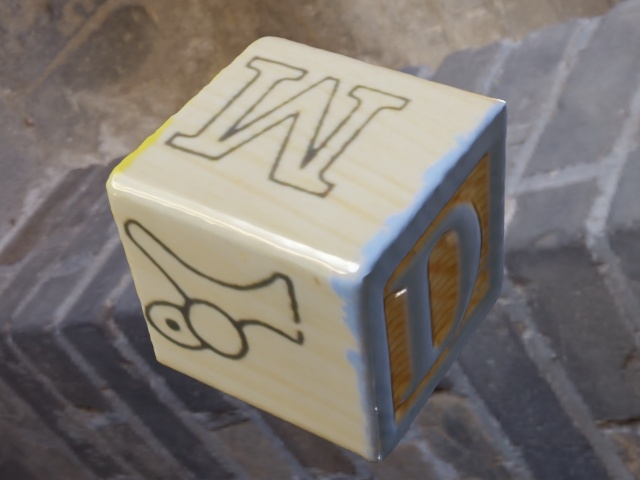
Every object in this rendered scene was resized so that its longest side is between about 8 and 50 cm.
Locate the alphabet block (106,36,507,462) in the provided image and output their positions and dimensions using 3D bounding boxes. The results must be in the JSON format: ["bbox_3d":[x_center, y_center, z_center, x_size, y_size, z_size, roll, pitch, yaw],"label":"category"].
[{"bbox_3d":[0.000,0.000,0.792,0.193,0.197,0.192,-47,146,-36],"label":"alphabet block"}]
